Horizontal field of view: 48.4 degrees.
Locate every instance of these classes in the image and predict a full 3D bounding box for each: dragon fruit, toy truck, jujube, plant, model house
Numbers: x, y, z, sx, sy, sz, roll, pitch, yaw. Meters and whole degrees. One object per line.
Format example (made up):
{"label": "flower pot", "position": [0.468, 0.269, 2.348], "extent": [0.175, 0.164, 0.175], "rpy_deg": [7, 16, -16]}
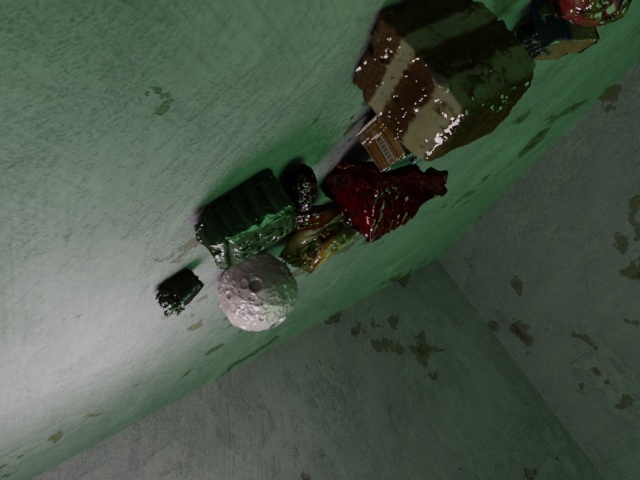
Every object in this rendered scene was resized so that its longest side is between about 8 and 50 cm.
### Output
{"label": "dragon fruit", "position": [0.194, -0.196, 2.041], "extent": [0.329, 0.286, 0.228], "rpy_deg": [-24, 136, -20]}
{"label": "toy truck", "position": [0.253, -0.292, 1.911], "extent": [0.305, 0.162, 0.136], "rpy_deg": [-22, 170, -41]}
{"label": "dragon fruit", "position": [0.673, -0.634, 1.745], "extent": [0.282, 0.211, 0.147], "rpy_deg": [-23, 156, -16]}
{"label": "jujube", "position": [-0.051, -0.144, 1.879], "extent": [0.104, 0.104, 0.166], "rpy_deg": [-29, 155, -24]}
{"label": "plant", "position": [-0.402, 0.152, 2.025], "extent": [0.143, 0.094, 0.092], "rpy_deg": [-39, 176, -3]}
{"label": "model house", "position": [0.618, -0.574, 1.939], "extent": [0.172, 0.167, 0.183], "rpy_deg": [-12, 172, -22]}

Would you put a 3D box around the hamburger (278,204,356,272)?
{"label": "hamburger", "position": [0.000, 0.000, 2.347], "extent": [0.286, 0.146, 0.243], "rpy_deg": [-41, 172, -4]}

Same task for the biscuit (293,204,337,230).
{"label": "biscuit", "position": [-0.038, -0.063, 2.137], "extent": [0.192, 0.049, 0.192], "rpy_deg": [-11, 172, -1]}

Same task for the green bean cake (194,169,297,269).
{"label": "green bean cake", "position": [-0.191, -0.041, 1.829], "extent": [0.255, 0.132, 0.241], "rpy_deg": [-32, 169, -13]}

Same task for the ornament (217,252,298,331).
{"label": "ornament", "position": [-0.198, 0.172, 2.271], "extent": [0.259, 0.225, 0.259], "rpy_deg": [-33, 164, -11]}

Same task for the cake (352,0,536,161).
{"label": "cake", "position": [0.261, -0.353, 1.551], "extent": [0.255, 0.290, 0.282], "rpy_deg": [-27, 167, -23]}
